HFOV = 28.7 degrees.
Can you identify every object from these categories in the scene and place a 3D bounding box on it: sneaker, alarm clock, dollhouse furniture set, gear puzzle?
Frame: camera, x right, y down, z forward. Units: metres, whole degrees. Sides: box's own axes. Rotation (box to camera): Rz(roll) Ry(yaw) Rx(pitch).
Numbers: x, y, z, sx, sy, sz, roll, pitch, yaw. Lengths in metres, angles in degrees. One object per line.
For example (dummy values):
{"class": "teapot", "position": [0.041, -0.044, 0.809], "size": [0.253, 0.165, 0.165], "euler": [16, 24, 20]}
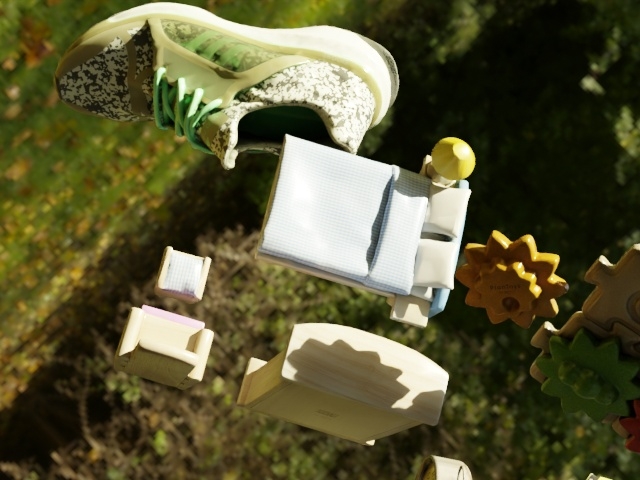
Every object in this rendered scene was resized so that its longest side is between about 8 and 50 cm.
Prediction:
{"class": "sneaker", "position": [-0.122, -0.163, 1.444], "size": [0.182, 0.411, 0.158], "euler": [-76, 166, -49]}
{"class": "alarm clock", "position": [0.160, 0.336, 1.599], "size": [0.192, 0.064, 0.129], "euler": [108, -8, -57]}
{"class": "dollhouse furniture set", "position": [0.000, 0.000, 1.131], "size": [0.198, 0.287, 0.303], "euler": [134, -28, -69]}
{"class": "gear puzzle", "position": [0.252, 0.097, 0.940], "size": [0.175, 0.339, 0.044], "euler": [-59, 177, 39]}

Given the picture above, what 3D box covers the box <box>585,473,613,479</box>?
{"class": "box", "position": [0.398, 0.334, 1.393], "size": [0.232, 0.087, 0.058], "euler": [10, -139, 40]}
